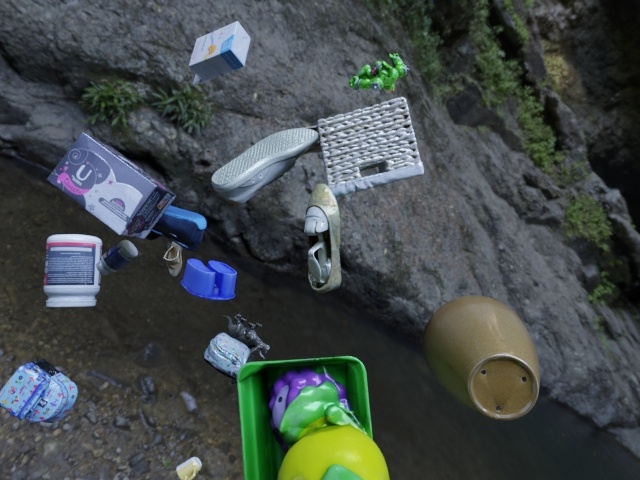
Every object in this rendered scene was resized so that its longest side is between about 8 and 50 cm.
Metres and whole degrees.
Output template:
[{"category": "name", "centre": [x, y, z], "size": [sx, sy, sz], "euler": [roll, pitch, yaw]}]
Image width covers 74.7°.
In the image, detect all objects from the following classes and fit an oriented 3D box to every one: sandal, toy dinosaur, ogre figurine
[{"category": "sandal", "centre": [-0.675, 0.063, 1.902], "size": [0.088, 0.240, 0.079], "euler": [31, 22, 21]}, {"category": "toy dinosaur", "centre": [-0.403, 0.477, 2.143], "size": [0.313, 0.160, 0.121], "euler": [22, -2, 10]}, {"category": "ogre figurine", "centre": [0.200, -0.546, 1.380], "size": [0.197, 0.097, 0.118], "euler": [-17, 43, -22]}]

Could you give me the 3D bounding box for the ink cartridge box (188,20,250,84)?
[{"category": "ink cartridge box", "centre": [-0.284, -0.499, 1.124], "size": [0.061, 0.181, 0.104], "euler": [41, 49, -52]}]

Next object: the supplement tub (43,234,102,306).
[{"category": "supplement tub", "centre": [-0.962, 0.120, 1.634], "size": [0.191, 0.191, 0.272], "euler": [10, 77, -57]}]

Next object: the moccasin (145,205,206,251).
[{"category": "moccasin", "centre": [-0.503, -0.052, 1.240], "size": [0.341, 0.117, 0.137], "euler": [18, 15, 23]}]

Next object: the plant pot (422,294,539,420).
[{"category": "plant pot", "centre": [0.335, 0.251, 0.851], "size": [0.237, 0.237, 0.254], "euler": [48, 10, 5]}]

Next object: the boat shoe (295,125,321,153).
[{"category": "boat shoe", "centre": [-0.093, -0.406, 1.707], "size": [0.110, 0.341, 0.122], "euler": [69, 6, -74]}]

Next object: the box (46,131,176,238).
[{"category": "box", "centre": [-0.550, -0.139, 1.116], "size": [0.247, 0.163, 0.142], "euler": [36, -2, 5]}]

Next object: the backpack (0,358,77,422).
[{"category": "backpack", "centre": [-0.839, 0.466, 1.257], "size": [0.173, 0.158, 0.117], "euler": [36, -12, 0]}]

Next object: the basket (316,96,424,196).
[{"category": "basket", "centre": [0.161, -0.312, 1.487], "size": [0.331, 0.328, 0.267], "euler": [-67, 143, -81]}]

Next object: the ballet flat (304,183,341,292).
[{"category": "ballet flat", "centre": [0.000, 0.000, 1.319], "size": [0.123, 0.123, 0.349], "euler": [-35, 122, -69]}]

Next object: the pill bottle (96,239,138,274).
[{"category": "pill bottle", "centre": [-0.653, 0.057, 1.341], "size": [0.067, 0.120, 0.067], "euler": [54, 5, -7]}]

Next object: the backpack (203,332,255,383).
[{"category": "backpack", "centre": [-0.342, 0.437, 1.578], "size": [0.182, 0.115, 0.152], "euler": [33, 6, -4]}]

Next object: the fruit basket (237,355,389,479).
[{"category": "fruit basket", "centre": [-0.010, 0.391, 0.714], "size": [0.392, 0.282, 0.392], "euler": [-7, 90, -77]}]

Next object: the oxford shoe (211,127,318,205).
[{"category": "oxford shoe", "centre": [-0.188, -0.273, 1.519], "size": [0.169, 0.449, 0.130], "euler": [30, -31, 40]}]

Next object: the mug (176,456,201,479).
[{"category": "mug", "centre": [-0.422, 0.751, 1.370], "size": [0.078, 0.064, 0.062], "euler": [44, -12, 41]}]

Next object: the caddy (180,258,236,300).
[{"category": "caddy", "centre": [-0.579, 0.219, 2.177], "size": [0.241, 0.179, 0.341], "euler": [9, 7, -35]}]
